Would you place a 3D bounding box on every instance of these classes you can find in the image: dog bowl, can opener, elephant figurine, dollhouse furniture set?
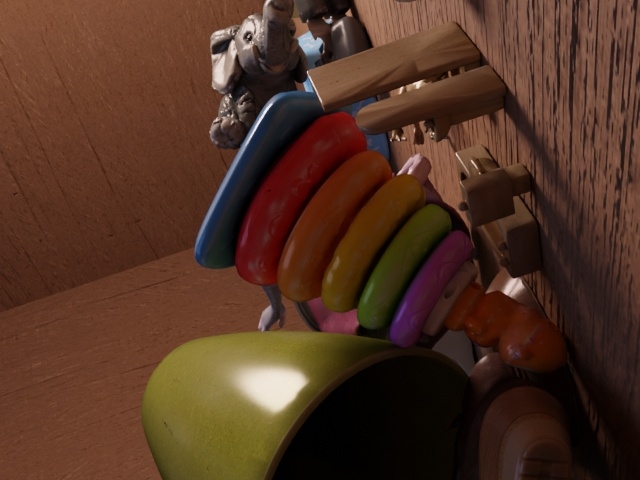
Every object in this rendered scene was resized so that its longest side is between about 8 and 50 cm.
[{"bbox_3d":[0.026,-0.221,1.411,0.297,0.074,0.166,-112,4,-52],"label":"dog bowl"},{"bbox_3d":[0.012,-0.319,1.220,0.093,0.074,0.280,-23,86,54],"label":"can opener"},{"bbox_3d":[-0.078,-0.250,1.321,0.169,0.186,0.239,-33,-50,-50],"label":"elephant figurine"},{"bbox_3d":[0.080,-0.055,0.722,0.144,0.123,0.151,-111,3,-50],"label":"dollhouse furniture set"}]

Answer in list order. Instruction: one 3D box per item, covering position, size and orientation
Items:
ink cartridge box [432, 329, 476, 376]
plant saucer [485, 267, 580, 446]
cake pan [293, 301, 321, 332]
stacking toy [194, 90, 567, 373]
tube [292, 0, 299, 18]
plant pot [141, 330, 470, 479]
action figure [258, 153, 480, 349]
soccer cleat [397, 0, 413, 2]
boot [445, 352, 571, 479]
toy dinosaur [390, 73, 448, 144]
[{"bbox_3d":[0.124,0.124,1.298,0.273,0.114,0.197,-113,6,-62],"label":"ink cartridge box"},{"bbox_3d":[0.181,0.106,0.828,0.168,0.029,0.168,162,90,-88],"label":"plant saucer"},{"bbox_3d":[0.038,0.003,1.452,0.293,0.054,0.293,-1,-89,-61],"label":"cake pan"},{"bbox_3d":[0.065,0.019,0.757,0.301,0.166,0.175,33,-162,14],"label":"stacking toy"},{"bbox_3d":[-0.057,-0.478,1.585,0.070,0.062,0.240,29,159,14],"label":"tube"},{"bbox_3d":[-0.041,0.194,0.885,0.293,0.274,0.275,17,133,48],"label":"plant pot"},{"bbox_3d":[0.000,0.000,1.056,0.370,0.248,0.276,45,174,48],"label":"action figure"},{"bbox_3d":[0.040,-0.275,0.692,0.076,0.068,0.196,124,130,-84],"label":"soccer cleat"},{"bbox_3d":[0.134,0.224,0.721,0.207,0.090,0.249,-84,7,-84],"label":"boot"},{"bbox_3d":[0.093,-0.142,0.897,0.183,0.053,0.093,-142,48,-73],"label":"toy dinosaur"}]
